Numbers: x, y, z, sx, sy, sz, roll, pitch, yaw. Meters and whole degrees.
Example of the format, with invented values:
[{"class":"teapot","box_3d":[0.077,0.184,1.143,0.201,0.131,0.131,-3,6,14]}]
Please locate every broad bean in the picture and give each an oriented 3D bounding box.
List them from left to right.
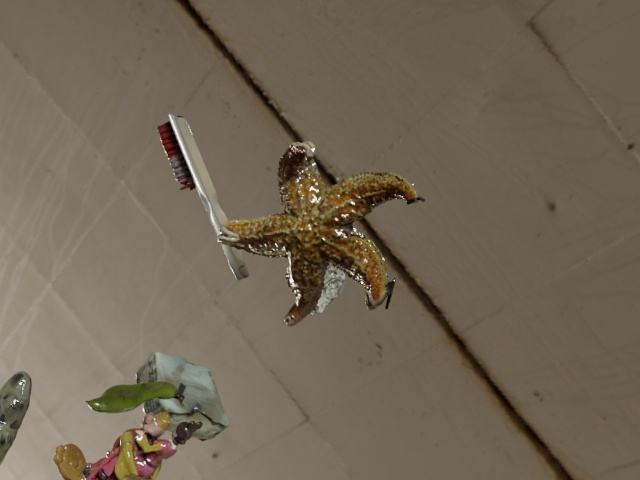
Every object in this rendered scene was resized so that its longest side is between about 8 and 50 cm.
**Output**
[{"class":"broad bean","box_3d":[-0.453,0.390,1.878,0.067,0.325,0.075,-35,-112,29]}]

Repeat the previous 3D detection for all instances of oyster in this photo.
[{"class":"oyster","box_3d":[0.020,0.088,1.450,0.037,0.098,0.100,35,-42,18]}]

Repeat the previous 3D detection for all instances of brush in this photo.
[{"class":"brush","box_3d":[-0.213,-0.073,1.342,0.050,0.060,0.321,-25,-94,13]}]

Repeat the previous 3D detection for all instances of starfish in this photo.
[{"class":"starfish","box_3d":[-0.001,0.003,1.160,0.303,0.113,0.312,37,-71,21]}]

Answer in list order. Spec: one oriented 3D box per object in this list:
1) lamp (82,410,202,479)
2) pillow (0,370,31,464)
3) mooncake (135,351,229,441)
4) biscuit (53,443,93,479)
[{"class":"lamp","box_3d":[-0.357,0.419,1.498,0.118,0.118,0.253,45,-87,0]},{"class":"pillow","box_3d":[-0.442,0.286,0.967,0.051,0.241,0.093,33,0,-29]},{"class":"mooncake","box_3d":[-0.409,0.463,2.188,0.136,0.254,0.250,-42,-45,20]},{"class":"biscuit","box_3d":[-0.617,0.601,1.923,0.027,0.133,0.184,-25,-92,11]}]
